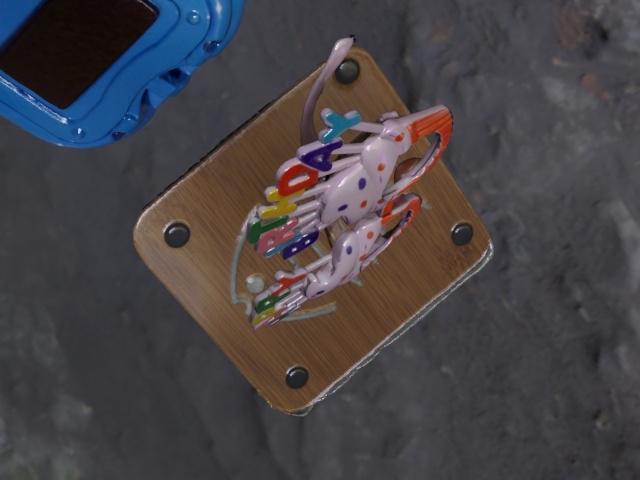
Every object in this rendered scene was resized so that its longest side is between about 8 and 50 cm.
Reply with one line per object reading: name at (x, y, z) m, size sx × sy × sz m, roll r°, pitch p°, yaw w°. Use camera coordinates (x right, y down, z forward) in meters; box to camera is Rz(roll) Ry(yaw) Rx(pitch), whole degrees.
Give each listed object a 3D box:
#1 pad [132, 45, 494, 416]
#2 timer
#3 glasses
pad at (0.000, 0.000, 1.162) m, size 0.286 × 0.284 × 0.018 m, roll 52°, pitch 177°, yaw -29°
timer at (-0.261, -0.251, 1.255) m, size 0.309 × 0.115 × 0.340 m, roll 33°, pitch 128°, yaw -27°
glasses at (-0.003, -0.033, 0.840) m, size 0.095 × 0.162 × 0.255 m, roll 41°, pitch 153°, yaw 19°
